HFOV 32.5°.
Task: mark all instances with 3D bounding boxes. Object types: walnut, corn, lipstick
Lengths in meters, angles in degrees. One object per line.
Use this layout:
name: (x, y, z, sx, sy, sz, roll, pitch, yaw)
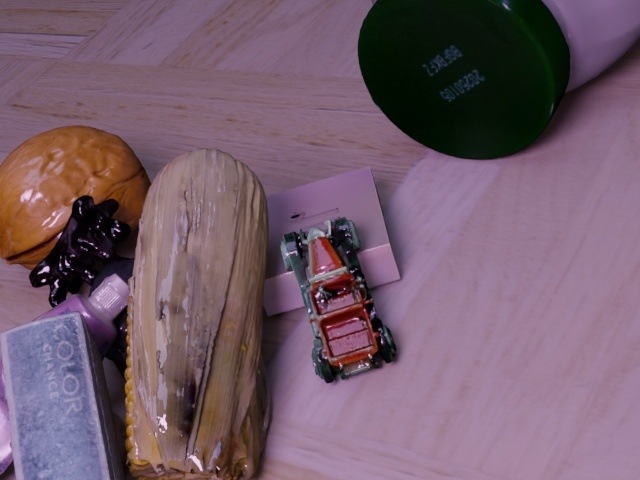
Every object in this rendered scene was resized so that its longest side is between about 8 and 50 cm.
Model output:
walnut: (-0.268, -0.043, 1.149, 0.180, 0.144, 0.144, -42, 42, -22)
corn: (-0.099, 0.063, 0.910, 0.122, 0.123, 0.305, 3, 58, -7)
lipstick: (-0.180, 0.185, 0.804, 0.078, 0.076, 0.289, -16, 55, -5)

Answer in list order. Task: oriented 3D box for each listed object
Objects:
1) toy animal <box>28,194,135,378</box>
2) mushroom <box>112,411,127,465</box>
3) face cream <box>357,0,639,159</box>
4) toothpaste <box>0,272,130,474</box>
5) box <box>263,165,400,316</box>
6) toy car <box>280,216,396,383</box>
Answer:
toy animal: (-0.182, 0.068, 1.045, 0.121, 0.117, 0.210, -49, 56, 19)
mushroom: (-0.201, 0.170, 0.910, 0.084, 0.067, 0.083, -19, 24, 9)
face cream: (0.206, -0.274, 1.172, 0.313, 0.219, 0.357, 8, 45, 31)
toothpaste: (-0.267, 0.148, 0.936, 0.075, 0.048, 0.301, 39, 83, 21)
box: (0.000, 0.000, 1.052, 0.129, 0.051, 0.130, -16, 36, 4)
toy car: (0.013, 0.047, 0.942, 0.073, 0.054, 0.143, -17, 68, 1)
